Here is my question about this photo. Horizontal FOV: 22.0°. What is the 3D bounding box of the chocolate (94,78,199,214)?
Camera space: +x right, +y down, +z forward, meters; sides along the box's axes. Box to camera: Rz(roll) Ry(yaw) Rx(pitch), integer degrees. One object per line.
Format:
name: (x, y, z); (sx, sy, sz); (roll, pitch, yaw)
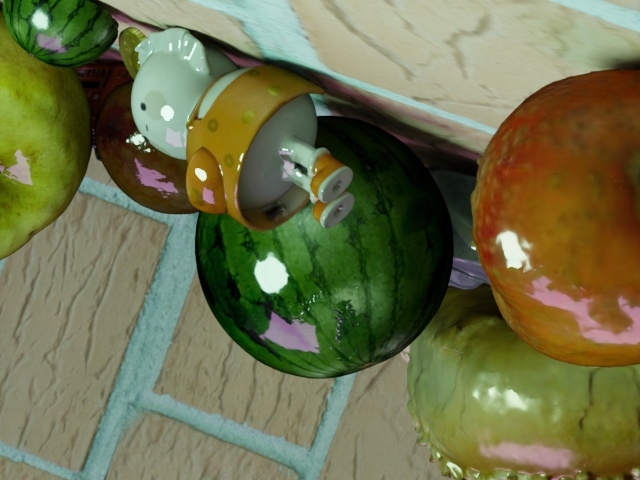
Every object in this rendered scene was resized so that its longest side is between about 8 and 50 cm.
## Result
chocolate: (-0.170, -0.105, 1.800); (0.177, 0.176, 0.177); (20, 179, 0)

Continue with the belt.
belt: (0.174, -0.003, 1.696); (0.260, 0.122, 0.325); (16, 180, -30)

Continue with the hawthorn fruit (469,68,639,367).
hawthorn fruit: (0.213, -0.020, 0.798); (0.286, 0.165, 0.165); (-7, 166, 27)

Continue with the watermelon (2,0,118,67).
watermelon: (-0.230, -0.184, 1.416); (0.105, 0.062, 0.105); (25, 172, 4)

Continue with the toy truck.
toy truck: (-0.265, -0.158, 2.020); (0.108, 0.114, 0.253); (19, 178, -26)

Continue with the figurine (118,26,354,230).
figurine: (-0.075, -0.104, 1.378); (0.143, 0.143, 0.271); (21, -157, -50)

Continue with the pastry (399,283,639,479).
pastry: (0.283, 0.158, 1.886); (0.410, 0.245, 0.409); (-6, -165, 2)

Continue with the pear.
pear: (-0.398, -0.129, 1.779); (0.304, 0.303, 0.304); (20, 179, 0)

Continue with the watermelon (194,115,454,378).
watermelon: (0.002, 0.005, 1.512); (0.242, 0.242, 0.242); (20, 179, 0)
